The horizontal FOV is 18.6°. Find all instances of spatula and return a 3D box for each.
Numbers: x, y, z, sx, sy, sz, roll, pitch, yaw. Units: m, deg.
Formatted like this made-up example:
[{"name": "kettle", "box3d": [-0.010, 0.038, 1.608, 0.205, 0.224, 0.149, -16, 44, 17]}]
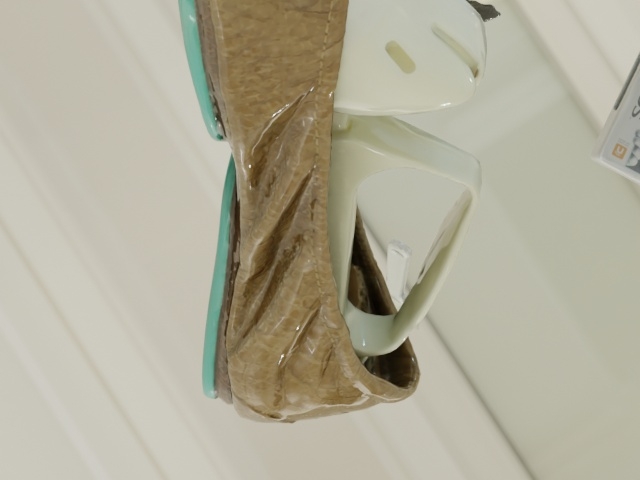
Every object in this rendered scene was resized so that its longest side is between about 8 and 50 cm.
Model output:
[{"name": "spatula", "box3d": [0.000, 0.000, 1.379, 0.019, 0.168, 0.242, -54, 171, -9]}]

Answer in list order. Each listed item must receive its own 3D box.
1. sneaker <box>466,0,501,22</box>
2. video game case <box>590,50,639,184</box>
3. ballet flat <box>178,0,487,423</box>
[{"name": "sneaker", "box3d": [0.059, -0.167, 1.623, 0.089, 0.051, 0.170, 20, 136, -38]}, {"name": "video game case", "box3d": [0.343, -0.105, 1.646, 0.173, 0.190, 0.022, -64, -164, -2]}, {"name": "ballet flat", "box3d": [0.007, -0.046, 0.827, 0.116, 0.124, 0.342, -78, 170, -48]}]
